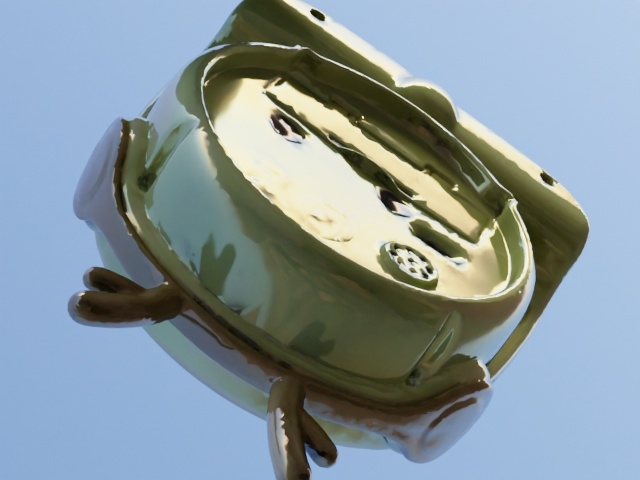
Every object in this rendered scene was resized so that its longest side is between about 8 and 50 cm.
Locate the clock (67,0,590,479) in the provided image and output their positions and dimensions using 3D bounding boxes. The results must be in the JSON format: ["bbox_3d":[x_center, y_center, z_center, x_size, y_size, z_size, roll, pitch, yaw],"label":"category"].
[{"bbox_3d":[0.000,0.000,0.758,0.235,0.096,0.308,37,-151,2],"label":"clock"}]
